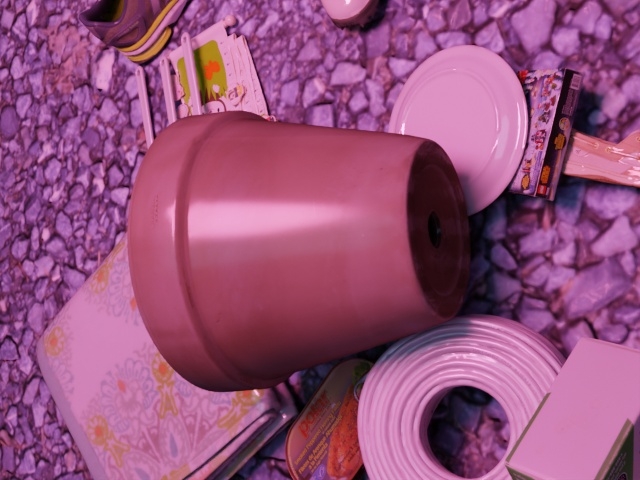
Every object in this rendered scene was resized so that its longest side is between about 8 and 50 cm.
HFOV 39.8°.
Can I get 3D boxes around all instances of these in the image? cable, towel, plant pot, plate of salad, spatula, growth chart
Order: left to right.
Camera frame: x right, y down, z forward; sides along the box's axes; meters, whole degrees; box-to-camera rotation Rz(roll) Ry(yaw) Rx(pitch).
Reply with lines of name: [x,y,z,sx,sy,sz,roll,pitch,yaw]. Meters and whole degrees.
towel: [-0.227,0.185,1.234,0.320,0.090,0.374,-45,65,20]
spatula: [-0.216,-0.161,1.273,0.168,0.019,0.242,-20,78,43]
growth chart: [-0.145,-0.195,1.246,0.172,0.021,0.237,-32,69,28]
plant pot: [0.000,0.000,0.963,0.280,0.323,0.323,-7,82,28]
plate of salad: [0.157,-0.123,1.017,0.199,0.048,0.200,-4,84,45]
cable: [0.161,0.208,0.951,0.257,0.089,0.257,-11,80,24]

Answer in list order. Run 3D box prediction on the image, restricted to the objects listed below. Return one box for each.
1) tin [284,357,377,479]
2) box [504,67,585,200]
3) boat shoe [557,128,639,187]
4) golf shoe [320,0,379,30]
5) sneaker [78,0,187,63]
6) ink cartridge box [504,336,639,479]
tin: [0.029,0.228,1.088,0.106,0.040,0.190,41,108,25]
box: [0.232,-0.116,0.957,0.094,0.027,0.137,-157,79,-70]
boat shoe: [0.319,-0.085,0.904,0.170,0.063,0.059,14,100,34]
golf shoe: [0.014,-0.401,1.099,0.105,0.120,0.273,-6,84,31]
sneaker: [-0.234,-0.395,1.259,0.111,0.121,0.300,41,108,28]
ink cartridge box: [0.265,0.215,0.802,0.086,0.208,0.153,12,52,44]
